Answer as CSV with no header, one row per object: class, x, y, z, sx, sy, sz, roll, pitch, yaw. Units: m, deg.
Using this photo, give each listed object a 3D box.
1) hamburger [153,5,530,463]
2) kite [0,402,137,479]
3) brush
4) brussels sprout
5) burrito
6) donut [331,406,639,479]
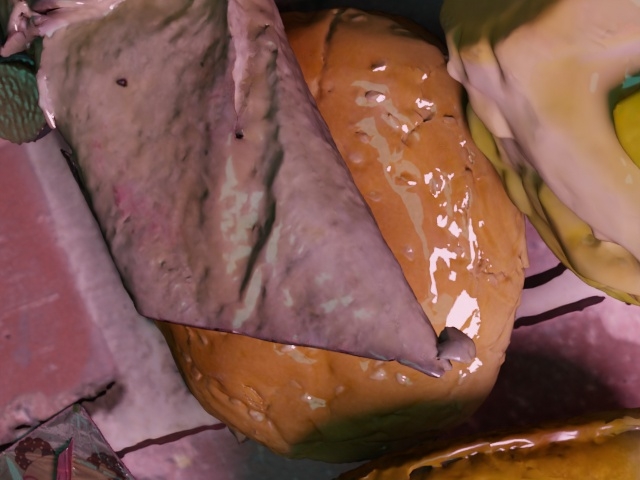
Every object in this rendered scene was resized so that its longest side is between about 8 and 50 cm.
hamburger,0.001,-0.001,1.051,0.260,0.144,0.283,-18,102,21
kite,-0.188,0.234,1.246,0.229,0.012,0.250,14,110,13
brush,-0.303,-0.100,1.172,0.266,0.027,0.062,3,106,16
brussels sprout,0.234,-0.076,0.881,0.344,0.268,0.344,-4,121,-7
burrito,-0.063,-0.046,0.935,0.175,0.107,0.347,-37,78,35
donut,0.112,0.163,1.012,0.272,0.272,0.107,-16,83,20
